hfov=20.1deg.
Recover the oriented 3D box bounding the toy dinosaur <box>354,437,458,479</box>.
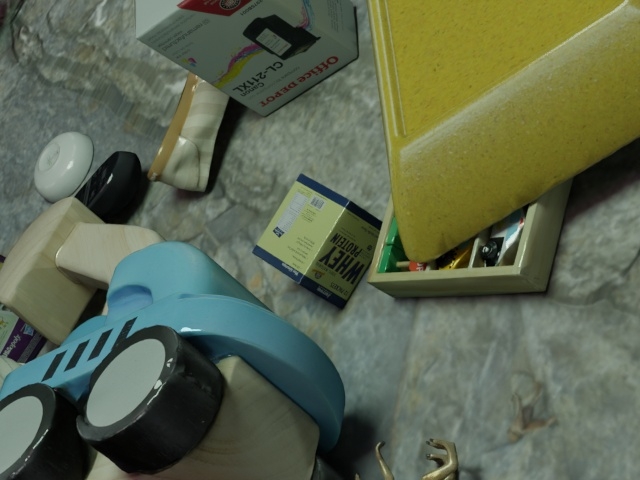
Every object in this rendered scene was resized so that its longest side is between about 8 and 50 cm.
[{"bbox_3d":[0.083,0.200,1.351,0.183,0.053,0.093,-1,67,24],"label":"toy dinosaur"}]

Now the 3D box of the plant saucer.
[{"bbox_3d":[0.157,-0.195,1.448,0.333,0.081,0.333,-32,44,29],"label":"plant saucer"}]

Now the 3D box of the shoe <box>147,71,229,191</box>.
[{"bbox_3d":[-0.109,-0.146,1.791,0.076,0.058,0.219,115,174,-69],"label":"shoe"}]

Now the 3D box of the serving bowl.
[{"bbox_3d":[-0.283,-0.084,1.954,0.083,0.027,0.083,-26,47,33],"label":"serving bowl"}]

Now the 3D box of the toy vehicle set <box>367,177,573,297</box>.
[{"bbox_3d":[0.140,-0.082,1.484,0.166,0.035,0.267,-6,61,46],"label":"toy vehicle set"}]

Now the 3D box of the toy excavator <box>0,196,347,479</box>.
[{"bbox_3d":[-0.152,0.098,1.580,0.433,0.222,0.445,-24,35,35],"label":"toy excavator"}]

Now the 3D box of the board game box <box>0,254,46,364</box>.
[{"bbox_3d":[-0.429,0.152,1.808,0.347,0.208,0.056,-56,38,2],"label":"board game box"}]

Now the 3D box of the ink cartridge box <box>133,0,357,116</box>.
[{"bbox_3d":[-0.068,-0.205,1.683,0.127,0.175,0.072,-30,48,31],"label":"ink cartridge box"}]

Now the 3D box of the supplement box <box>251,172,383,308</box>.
[{"bbox_3d":[0.000,0.000,1.564,0.083,0.056,0.083,-58,38,-1],"label":"supplement box"}]

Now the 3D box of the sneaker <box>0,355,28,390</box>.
[{"bbox_3d":[-0.320,0.240,1.704,0.110,0.118,0.292,-23,51,34],"label":"sneaker"}]

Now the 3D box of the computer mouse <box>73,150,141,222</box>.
[{"bbox_3d":[-0.258,-0.003,1.870,0.242,0.041,0.071,-44,24,28],"label":"computer mouse"}]
